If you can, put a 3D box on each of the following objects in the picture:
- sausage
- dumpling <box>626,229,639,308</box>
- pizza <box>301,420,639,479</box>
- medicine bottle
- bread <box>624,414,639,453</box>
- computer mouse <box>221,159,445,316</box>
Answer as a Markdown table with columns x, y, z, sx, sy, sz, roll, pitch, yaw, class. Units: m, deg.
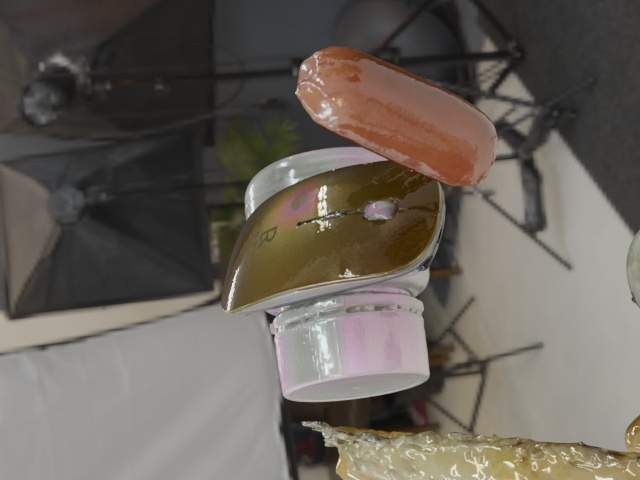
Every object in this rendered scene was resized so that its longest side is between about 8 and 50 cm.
| x | y | z | sx | sy | sz | roll | pitch | yaw | class |
| --- | --- | --- | --- | --- | --- | --- | --- | --- | --- |
| 0.066 | -0.102 | 0.975 | 0.077 | 0.194 | 0.077 | -45 | 33 | 40 | sausage |
| 0.471 | 0.026 | 1.352 | 0.175 | 0.226 | 0.243 | 61 | -175 | -10 | dumpling |
| 0.253 | 0.220 | 0.971 | 0.391 | 0.435 | 0.080 | -3 | 74 | 42 | pizza |
| 0.031 | 0.053 | 1.675 | 0.256 | 0.256 | 0.325 | 117 | 147 | -69 | medicine bottle |
| 0.459 | 0.214 | 1.461 | 0.189 | 0.114 | 0.077 | -38 | 61 | 37 | bread |
| 0.000 | 0.000 | 1.332 | 0.310 | 0.072 | 0.158 | -15 | 49 | 37 | computer mouse |
